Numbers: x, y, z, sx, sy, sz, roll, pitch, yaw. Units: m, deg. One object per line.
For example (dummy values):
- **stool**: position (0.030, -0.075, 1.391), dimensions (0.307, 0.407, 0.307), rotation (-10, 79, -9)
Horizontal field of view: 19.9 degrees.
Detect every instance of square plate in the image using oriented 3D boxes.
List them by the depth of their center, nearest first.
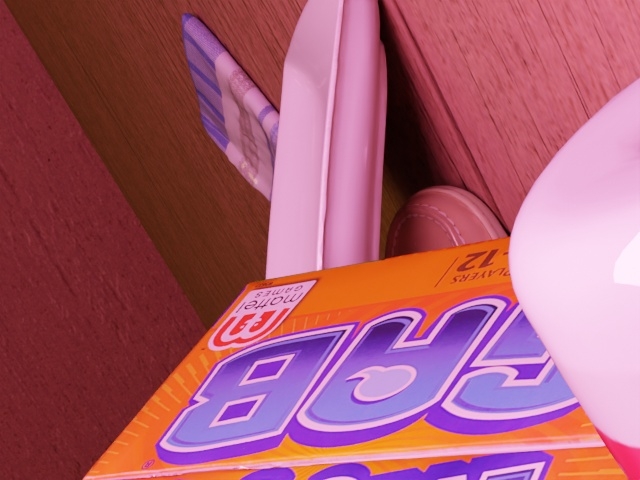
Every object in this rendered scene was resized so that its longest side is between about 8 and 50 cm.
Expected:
- **square plate**: position (0.000, 0.000, 1.311), dimensions (0.347, 0.049, 0.344), rotation (135, 139, -79)

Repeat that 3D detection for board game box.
- **board game box**: position (0.087, 0.241, 0.894), dimensions (0.356, 0.356, 0.356), rotation (-11, 119, 42)

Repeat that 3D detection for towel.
- **towel**: position (-0.043, -0.071, 1.766), dimensions (0.285, 0.034, 0.209), rotation (51, 168, 20)

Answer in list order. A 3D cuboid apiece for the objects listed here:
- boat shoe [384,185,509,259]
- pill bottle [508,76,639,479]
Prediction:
- **boat shoe**: position (0.085, 0.133, 1.274), dimensions (0.121, 0.110, 0.341), rotation (-7, 90, 47)
- **pill bottle**: position (0.245, 0.108, 0.475), dimensions (0.408, 0.229, 0.229), rotation (56, 170, -8)
